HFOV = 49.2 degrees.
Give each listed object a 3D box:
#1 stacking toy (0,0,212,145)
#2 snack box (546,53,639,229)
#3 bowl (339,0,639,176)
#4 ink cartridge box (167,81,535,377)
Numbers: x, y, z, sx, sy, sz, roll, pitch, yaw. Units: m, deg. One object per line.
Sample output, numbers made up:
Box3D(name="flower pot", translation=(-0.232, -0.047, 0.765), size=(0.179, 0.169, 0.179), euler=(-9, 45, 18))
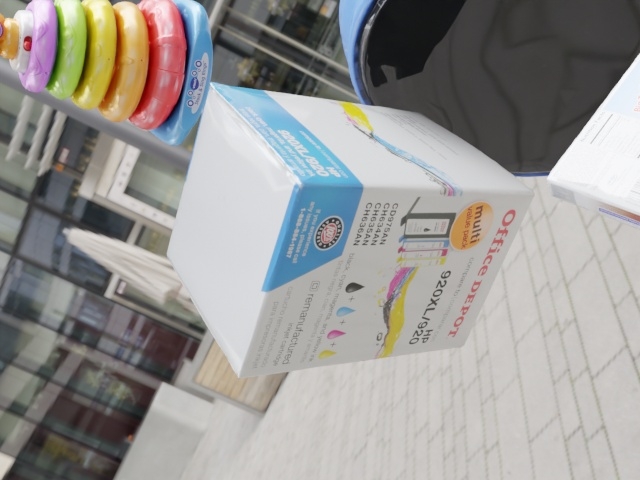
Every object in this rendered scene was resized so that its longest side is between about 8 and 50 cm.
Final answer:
Box3D(name="stacking toy", translation=(-0.290, -0.220, 0.801), size=(0.166, 0.302, 0.175), euler=(35, 115, 51))
Box3D(name="snack box", translation=(0.214, -0.087, 0.423), size=(0.064, 0.022, 0.178), euler=(29, 74, 40))
Box3D(name="bowl", translation=(0.210, -0.187, 0.661), size=(0.391, 0.391, 0.077), euler=(128, 153, -59))
Box3D(name="ink cartridge box", translation=(0.021, -0.011, 0.593), size=(0.168, 0.233, 0.171), euler=(48, 129, 44))
